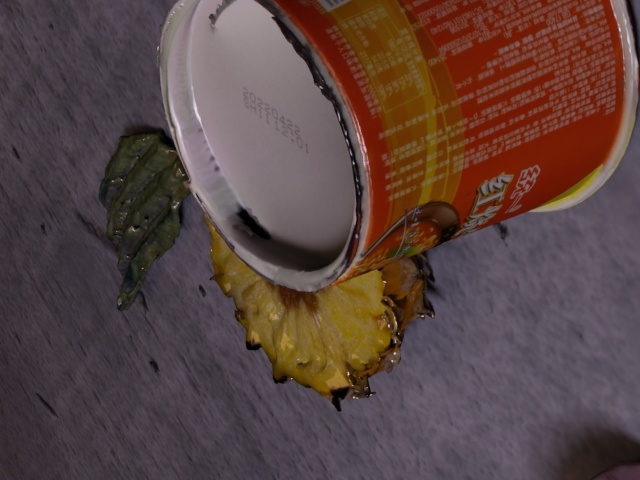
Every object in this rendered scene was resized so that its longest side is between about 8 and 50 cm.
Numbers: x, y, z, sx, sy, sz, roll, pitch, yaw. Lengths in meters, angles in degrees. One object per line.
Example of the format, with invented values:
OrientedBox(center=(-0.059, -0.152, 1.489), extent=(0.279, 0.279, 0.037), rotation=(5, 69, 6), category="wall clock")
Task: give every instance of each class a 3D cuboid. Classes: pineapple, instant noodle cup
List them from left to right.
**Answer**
OrientedBox(center=(0.000, 0.000, 0.922), extent=(0.224, 0.076, 0.225), rotation=(30, 132, 40), category="pineapple")
OrientedBox(center=(0.029, -0.081, 0.731), extent=(0.213, 0.174, 0.213), rotation=(35, 138, 38), category="instant noodle cup")

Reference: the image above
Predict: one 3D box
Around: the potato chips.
OrientedBox(center=(-0.152, -0.020, 1.170), extent=(0.092, 0.028, 0.207), rotation=(55, 145, 15), category="potato chips")

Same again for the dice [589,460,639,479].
OrientedBox(center=(0.170, 0.187, 0.796), extent=(0.093, 0.091, 0.094), rotation=(46, 145, 26), category="dice")
